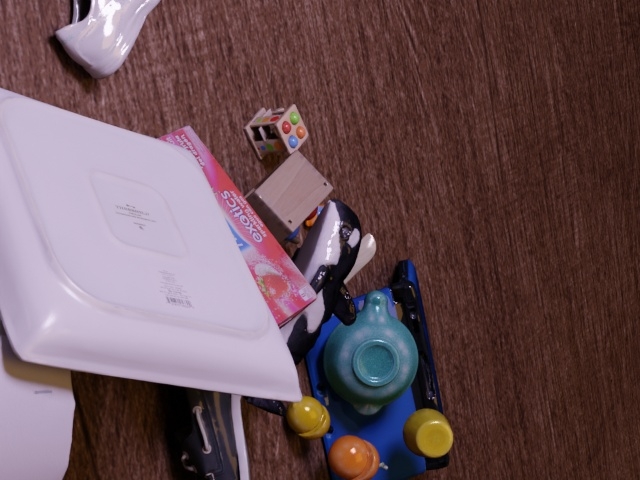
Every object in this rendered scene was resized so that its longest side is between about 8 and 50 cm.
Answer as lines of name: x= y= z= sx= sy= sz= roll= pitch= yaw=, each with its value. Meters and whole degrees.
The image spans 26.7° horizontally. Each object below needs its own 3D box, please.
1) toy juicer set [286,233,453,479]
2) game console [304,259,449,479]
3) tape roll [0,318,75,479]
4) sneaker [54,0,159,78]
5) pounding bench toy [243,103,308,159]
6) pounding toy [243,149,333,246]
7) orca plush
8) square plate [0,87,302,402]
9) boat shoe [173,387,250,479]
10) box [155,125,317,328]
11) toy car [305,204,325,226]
toy juicer set: x=0.037 y=0.179 z=1.868 sx=0.089 sy=0.209 sz=0.329 roll=-174 pitch=-119 yaw=-83
game console: x=0.084 y=0.204 z=2.018 sx=0.250 sy=0.173 sz=0.293 roll=-77 pitch=157 yaw=-77
tape roll: x=-0.350 y=0.147 z=1.192 sx=0.100 sy=0.286 sz=0.286 roll=4 pitch=85 yaw=-54
sneaker: x=-0.240 y=-0.296 z=1.566 sx=0.094 sy=0.080 sz=0.212 roll=39 pitch=57 yaw=-32
pounding bench toy: x=-0.050 y=-0.156 z=1.822 sx=0.083 sy=0.065 sz=0.052 roll=-54 pitch=129 yaw=-42
pounding toy: x=-0.056 y=-0.029 z=1.761 sx=0.100 sy=0.141 sz=0.130 roll=47 pitch=45 yaw=-5
orca plush: x=0.003 y=0.097 z=1.757 sx=0.102 sy=0.151 sz=0.287 roll=23 pitch=75 yaw=-14
square plate: x=-0.185 y=-0.009 z=1.290 sx=0.347 sy=0.049 sz=0.344 roll=16 pitch=37 yaw=-46
boat shoe: x=-0.136 y=0.231 z=1.657 sx=0.114 sy=0.091 sz=0.302 roll=173 pitch=-87 yaw=-82
box: x=-0.144 y=0.015 z=1.538 sx=0.257 sy=0.128 sz=0.123 roll=53 pitch=38 yaw=4
toy car: x=0.000 y=0.000 z=1.902 sx=0.060 sy=0.041 sz=0.122 roll=33 pitch=61 yaw=-49
